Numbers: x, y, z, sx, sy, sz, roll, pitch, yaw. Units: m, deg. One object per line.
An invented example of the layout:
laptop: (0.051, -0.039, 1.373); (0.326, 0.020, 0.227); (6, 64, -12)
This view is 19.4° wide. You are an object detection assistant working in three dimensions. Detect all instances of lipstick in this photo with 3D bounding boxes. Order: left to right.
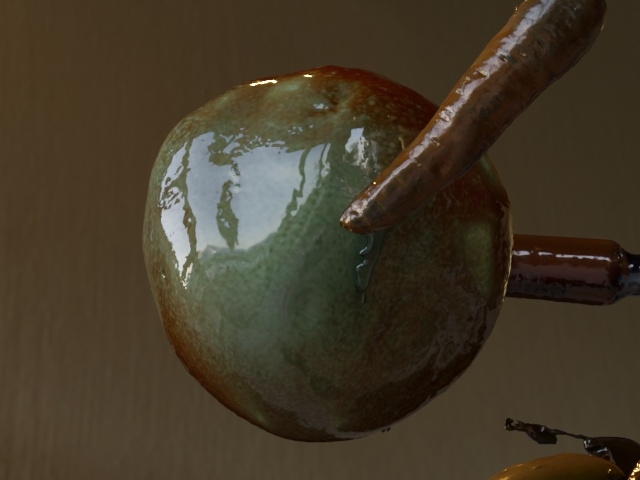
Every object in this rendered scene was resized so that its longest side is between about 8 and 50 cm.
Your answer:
lipstick: (0.112, 0.018, 1.861); (0.419, 0.077, 0.077); (4, -40, 6)

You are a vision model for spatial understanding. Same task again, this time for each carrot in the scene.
carrot: (0.085, -0.070, 1.032); (0.191, 0.047, 0.047); (-48, -52, 3)

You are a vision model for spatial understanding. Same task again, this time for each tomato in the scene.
tomato: (0.000, 0.000, 1.495); (0.304, 0.303, 0.239); (-14, -25, 14)

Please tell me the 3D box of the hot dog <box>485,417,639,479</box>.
hot dog: (0.210, 0.239, 1.563); (0.194, 0.326, 0.107); (53, -35, 2)
